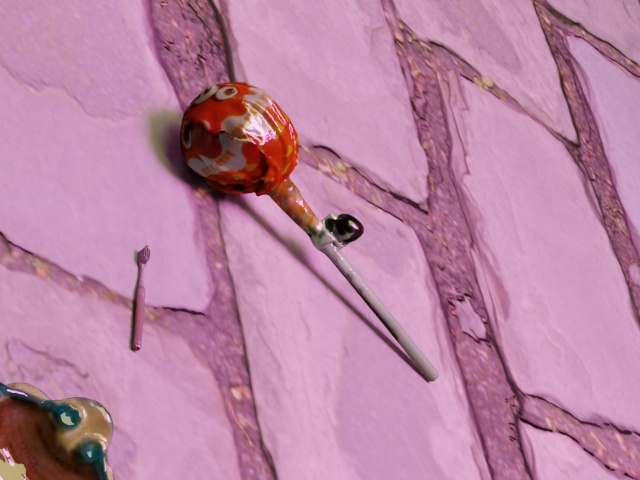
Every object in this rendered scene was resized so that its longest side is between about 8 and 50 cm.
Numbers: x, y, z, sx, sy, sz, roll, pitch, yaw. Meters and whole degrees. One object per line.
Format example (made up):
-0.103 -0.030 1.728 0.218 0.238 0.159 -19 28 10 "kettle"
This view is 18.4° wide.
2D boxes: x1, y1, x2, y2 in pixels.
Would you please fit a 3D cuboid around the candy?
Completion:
0.000 0.000 1.465 0.287 0.078 0.084 51 24 -16 "candy"

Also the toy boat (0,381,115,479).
-0.185 0.155 0.964 0.108 0.099 0.293 49 20 -3 "toy boat"

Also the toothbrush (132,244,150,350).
-0.117 0.037 1.294 0.006 0.008 0.097 22 37 -20 "toothbrush"
